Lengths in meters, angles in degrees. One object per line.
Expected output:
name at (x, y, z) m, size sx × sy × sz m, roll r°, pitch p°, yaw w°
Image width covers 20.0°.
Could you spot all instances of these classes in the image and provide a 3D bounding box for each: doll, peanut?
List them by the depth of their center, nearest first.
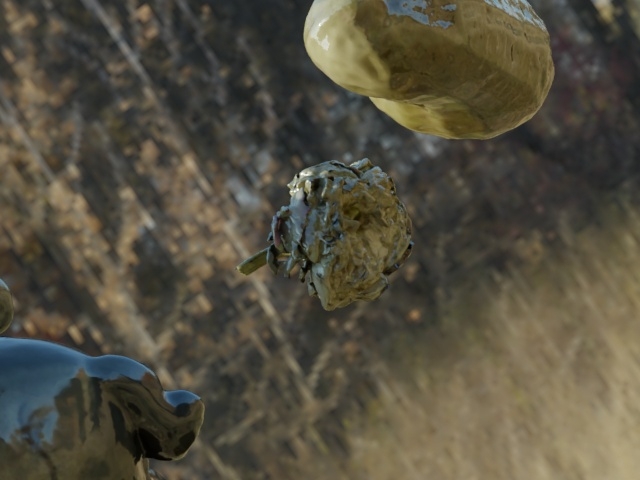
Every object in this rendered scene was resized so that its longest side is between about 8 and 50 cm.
peanut at (0.070, -0.125, 1.190) m, size 0.120 × 0.110 × 0.236 m, roll 12°, pitch 4°, yaw 34°
doll at (-0.285, 0.120, 1.413) m, size 0.382 × 0.378 × 0.252 m, roll 0°, pitch -33°, yaw -24°

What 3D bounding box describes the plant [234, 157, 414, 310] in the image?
plant at (0.000, 0.000, 1.308) m, size 0.122 × 0.104 × 0.116 m, roll -21°, pitch 7°, yaw 39°
